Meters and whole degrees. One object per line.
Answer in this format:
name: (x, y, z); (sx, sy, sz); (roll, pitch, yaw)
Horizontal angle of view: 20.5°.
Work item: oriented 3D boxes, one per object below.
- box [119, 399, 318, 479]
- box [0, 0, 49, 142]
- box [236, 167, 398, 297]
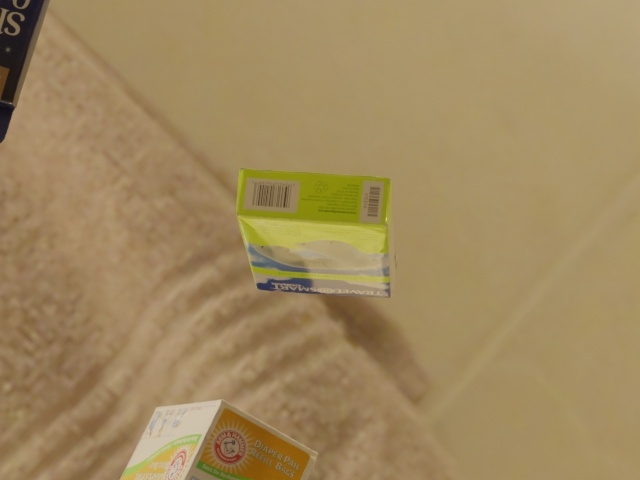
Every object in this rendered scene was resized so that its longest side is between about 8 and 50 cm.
box: (-0.104, 0.225, 1.693); (0.103, 0.114, 0.203); (-64, 18, -17)
box: (-0.320, -0.211, 1.601); (0.036, 0.136, 0.225); (130, 156, -86)
box: (0.000, 0.000, 1.295); (0.178, 0.109, 0.042); (80, -165, -69)
